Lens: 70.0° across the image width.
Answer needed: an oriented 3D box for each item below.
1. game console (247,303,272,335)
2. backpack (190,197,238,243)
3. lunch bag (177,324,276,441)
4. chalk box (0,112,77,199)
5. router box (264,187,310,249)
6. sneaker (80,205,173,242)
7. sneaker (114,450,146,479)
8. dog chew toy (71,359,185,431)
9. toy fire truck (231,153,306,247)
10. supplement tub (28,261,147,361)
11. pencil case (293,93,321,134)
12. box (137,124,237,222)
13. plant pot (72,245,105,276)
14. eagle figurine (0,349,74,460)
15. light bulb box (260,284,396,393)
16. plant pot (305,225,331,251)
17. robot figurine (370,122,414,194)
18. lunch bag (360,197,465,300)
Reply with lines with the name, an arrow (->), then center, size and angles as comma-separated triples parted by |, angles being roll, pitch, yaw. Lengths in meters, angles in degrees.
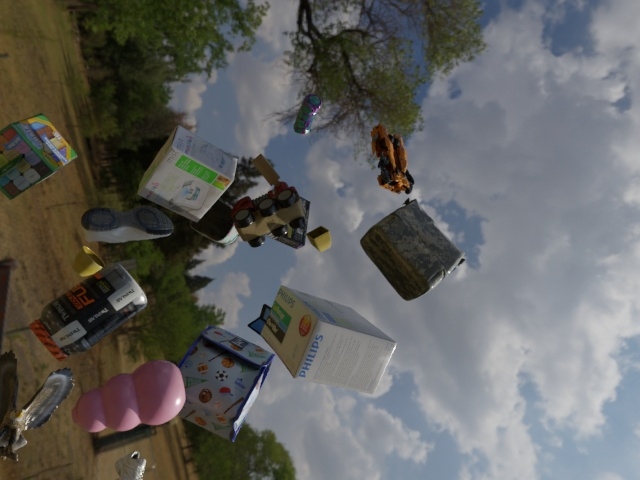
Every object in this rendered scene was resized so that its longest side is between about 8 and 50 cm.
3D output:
game console -> -0.281, 0.402, 2.300 | 0.143, 0.085, 0.124 | 25, -78, 38
backpack -> -0.537, -0.102, 2.446 | 0.253, 0.191, 0.225 | 28, -91, 27
lunch bag -> -0.395, 0.541, 1.860 | 0.386, 0.327, 0.239 | -57, 170, -51
chalk box -> -0.948, -0.264, 1.451 | 0.179, 0.180, 0.289 | 57, 5, -23
router box -> -0.190, -0.134, 2.660 | 0.081, 0.242, 0.309 | -27, -133, 46
sneaker -> -0.651, -0.046, 1.545 | 0.129, 0.296, 0.111 | -41, -125, 46
sneaker -> -0.760, 0.949, 1.859 | 0.232, 0.115, 0.090 | 38, -15, 47
dog chew toy -> -0.616, 0.513, 1.475 | 0.206, 0.331, 0.207 | 32, -54, 56
toy fire truck -> -0.183, -0.137, 1.447 | 0.246, 0.216, 0.159 | -114, 179, -49
supplement tub -> -0.803, 0.248, 1.596 | 0.207, 0.338, 0.207 | 35, -32, 25
pencil case -> -0.045, -0.436, 1.592 | 0.152, 0.064, 0.070 | 124, -48, -58
box -> -0.455, -0.223, 1.567 | 0.262, 0.231, 0.127 | -38, -142, 34
plant pot -> -1.067, 0.108, 2.081 | 0.134, 0.095, 0.134 | 46, -10, 10
eagle figurine -> -0.973, 0.540, 1.478 | 0.226, 0.224, 0.299 | 61, 30, -48
light bulb box -> 0.020, 0.368, 1.723 | 0.358, 0.360, 0.226 | 29, -84, 61
plant pot -> 0.000, 0.000, 1.941 | 0.081, 0.081, 0.083 | 33, -32, 59
robot figurine -> 0.281, -0.311, 1.815 | 0.085, 0.210, 0.291 | -26, -122, 41
lunch bag -> 0.332, 0.024, 1.596 | 0.305, 0.256, 0.213 | 50, -23, 7
